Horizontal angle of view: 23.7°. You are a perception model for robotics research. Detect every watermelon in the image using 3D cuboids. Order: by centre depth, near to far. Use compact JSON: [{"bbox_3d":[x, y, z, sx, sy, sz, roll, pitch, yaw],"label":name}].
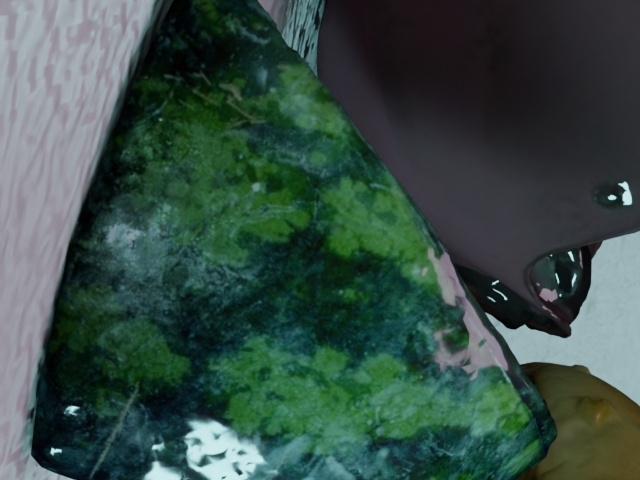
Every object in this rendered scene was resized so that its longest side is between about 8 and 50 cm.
[{"bbox_3d":[0.010,0.000,0.544,0.136,0.207,0.202,-43,-150,42],"label":"watermelon"}]

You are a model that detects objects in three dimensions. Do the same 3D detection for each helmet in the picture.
[{"bbox_3d":[0.104,-0.110,0.743,0.271,0.197,0.338,-61,176,-12],"label":"helmet"}]

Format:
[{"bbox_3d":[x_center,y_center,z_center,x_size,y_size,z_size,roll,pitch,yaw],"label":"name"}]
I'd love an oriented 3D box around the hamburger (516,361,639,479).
[{"bbox_3d":[0.071,0.180,0.866,0.445,0.268,0.287,95,-3,-59],"label":"hamburger"}]
